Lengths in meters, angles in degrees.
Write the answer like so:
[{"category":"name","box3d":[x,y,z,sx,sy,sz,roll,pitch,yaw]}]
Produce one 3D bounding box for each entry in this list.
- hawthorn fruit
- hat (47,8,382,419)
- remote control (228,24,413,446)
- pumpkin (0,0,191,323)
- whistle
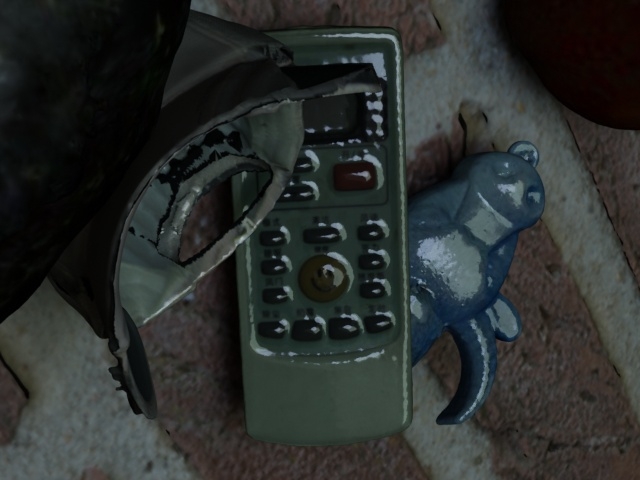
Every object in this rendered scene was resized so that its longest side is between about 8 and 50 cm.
[{"category":"hawthorn fruit","box3d":[0.257,-0.168,0.989,0.208,0.248,0.208,-11,114,-26]},{"category":"hat","box3d":[-0.092,-0.035,0.781,0.161,0.275,0.232,30,97,-10]},{"category":"remote control","box3d":[0.000,0.000,0.943,0.123,0.038,0.285,-1,100,-2]},{"category":"pumpkin","box3d":[-0.280,-0.118,0.576,0.454,0.344,0.455,-3,99,-16]},{"category":"whistle","box3d":[0.071,0.031,1.017,0.180,0.093,0.269,40,79,-11]}]
